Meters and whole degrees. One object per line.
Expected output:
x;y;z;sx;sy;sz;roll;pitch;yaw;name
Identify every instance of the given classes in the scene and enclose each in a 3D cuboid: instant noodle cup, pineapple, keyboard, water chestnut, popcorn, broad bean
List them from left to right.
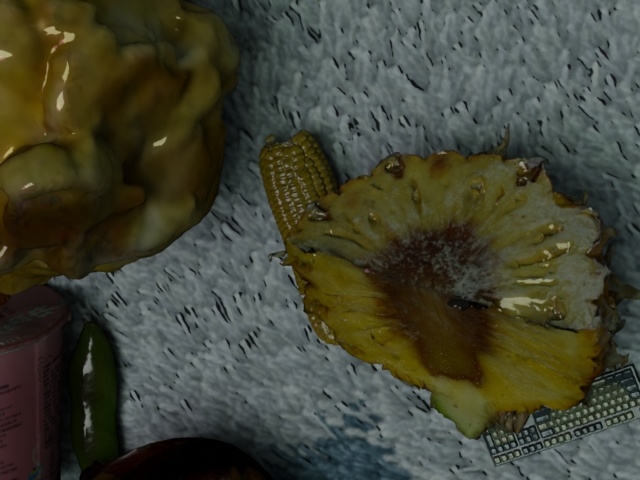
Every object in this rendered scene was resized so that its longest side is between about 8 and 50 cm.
-0.383;0.184;1.900;0.243;0.243;0.231;5;110;19;instant noodle cup
-0.268;-0.128;1.715;0.354;0.344;0.390;61;157;-9;popcorn
-0.247;0.208;1.945;0.065;0.046;0.254;-5;101;14;broad bean
-0.176;0.335;1.838;0.300;0.300;0.300;4;103;19;water chestnut
0.163;0.045;1.724;0.344;0.209;0.286;16;151;24;pineapple
0.247;0.179;1.777;0.176;0.014;0.055;-22;90;22;keyboard

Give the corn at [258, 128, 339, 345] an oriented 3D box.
0.000;0.000;1.794;0.080;0.080;0.238;-16;93;22;corn
